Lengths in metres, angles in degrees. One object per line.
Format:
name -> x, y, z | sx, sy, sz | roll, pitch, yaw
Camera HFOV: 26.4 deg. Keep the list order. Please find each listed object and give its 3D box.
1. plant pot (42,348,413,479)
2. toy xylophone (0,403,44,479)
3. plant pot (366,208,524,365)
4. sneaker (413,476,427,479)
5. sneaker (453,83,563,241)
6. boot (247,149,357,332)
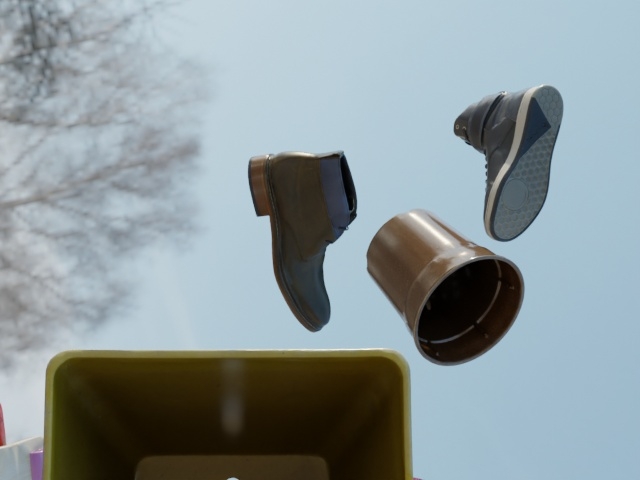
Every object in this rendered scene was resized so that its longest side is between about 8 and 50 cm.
plant pot -> -0.056, 0.190, 0.854 | 0.187, 0.212, 0.212 | 98, -9, -74
toy xylophone -> -0.407, 0.226, 1.272 | 0.081, 0.323, 0.236 | -16, 108, -81
plant pot -> 0.153, 0.050, 1.781 | 0.165, 0.167, 0.167 | 47, -38, 47
sneaker -> 0.054, 0.378, 1.367 | 0.121, 0.112, 0.299 | 24, -85, 44
sneaker -> 0.247, -0.107, 1.916 | 0.163, 0.086, 0.226 | 5, -106, 57
boot -> 0.000, 0.000, 1.518 | 0.106, 0.082, 0.219 | -11, -68, 19
